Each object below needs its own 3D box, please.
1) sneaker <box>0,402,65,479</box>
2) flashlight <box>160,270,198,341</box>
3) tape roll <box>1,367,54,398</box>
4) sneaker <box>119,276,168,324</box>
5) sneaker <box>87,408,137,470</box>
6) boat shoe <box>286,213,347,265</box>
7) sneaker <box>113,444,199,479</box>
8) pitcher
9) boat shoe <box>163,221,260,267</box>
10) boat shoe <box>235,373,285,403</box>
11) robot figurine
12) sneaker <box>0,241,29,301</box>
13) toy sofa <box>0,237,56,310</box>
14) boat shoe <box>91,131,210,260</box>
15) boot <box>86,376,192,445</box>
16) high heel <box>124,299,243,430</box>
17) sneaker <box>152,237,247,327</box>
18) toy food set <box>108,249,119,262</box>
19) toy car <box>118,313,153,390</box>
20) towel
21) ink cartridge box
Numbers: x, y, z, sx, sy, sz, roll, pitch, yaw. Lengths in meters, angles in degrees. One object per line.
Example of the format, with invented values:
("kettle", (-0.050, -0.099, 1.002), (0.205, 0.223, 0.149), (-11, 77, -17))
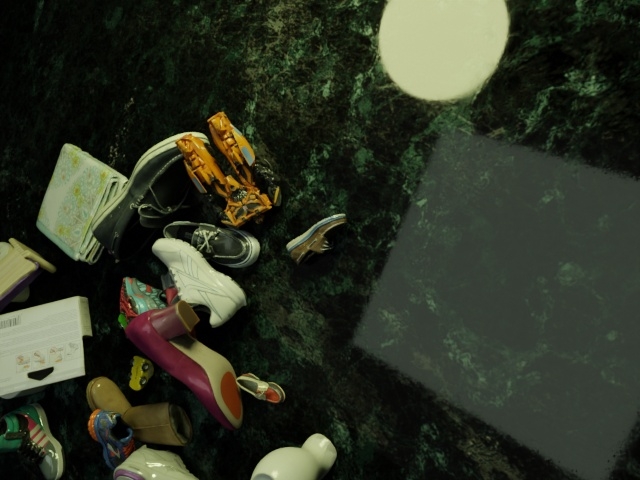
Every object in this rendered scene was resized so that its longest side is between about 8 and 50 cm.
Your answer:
("sneaker", (-0.987, 0.686, 1.508), (0.295, 0.178, 0.124), (46, 106, 24))
("flashlight", (-0.361, 0.231, 1.259), (0.103, 0.103, 0.304), (-38, 67, 61))
("tape roll", (-1.076, 0.416, 1.631), (0.286, 0.100, 0.286), (-4, 83, 28))
("sneaker", (-0.520, 0.186, 1.348), (0.262, 0.125, 0.104), (31, 110, 54))
("sneaker", (-0.555, 0.561, 1.257), (0.087, 0.083, 0.221), (-12, 117, 16))
("boat shoe", (0.000, 0.000, 1.102), (0.183, 0.066, 0.066), (-34, 74, 32))
("sneaker", (-0.386, 0.637, 1.220), (0.305, 0.152, 0.114), (21, 106, 5))
("pitcher", (-0.071, 0.537, 1.001), (0.125, 0.207, 0.178), (31, 101, 28))
("boat shoe", (-0.306, 0.002, 1.244), (0.301, 0.102, 0.108), (17, 93, 29))
("boat shoe", (-0.153, 0.379, 1.156), (0.137, 0.043, 0.049), (19, 92, 28))
("robot figurine", (-0.232, -0.162, 1.162), (0.211, 0.085, 0.291), (-29, 103, 13))
("sneaker", (-1.218, 0.111, 1.728), (0.106, 0.123, 0.290), (-50, 64, 18))
("toy sofa", (-1.101, 0.188, 1.551), (0.177, 0.150, 0.362), (34, 73, 22))
("boat shoe", (-0.477, -0.117, 1.313), (0.500, 0.186, 0.156), (-39, 76, 23))
("boot", (-0.516, 0.483, 1.298), (0.269, 0.089, 0.236), (-14, 109, 29))
("high heel", (-0.343, 0.339, 1.168), (0.181, 0.127, 0.377), (-23, 96, 17))
("sneaker", (-0.334, 0.104, 1.184), (0.297, 0.111, 0.129), (37, 67, 10))
("toy food set", (-0.677, 0.007, 1.496), (0.077, 0.019, 0.122), (-29, 72, 23))
("toy car", (-0.533, 0.296, 1.368), (0.225, 0.053, 0.239), (45, 106, 25))
("towel", (-0.818, -0.127, 1.547), (0.374, 0.090, 0.321), (28, 95, 31))
("ink cartridge box", (-0.911, 0.345, 1.495), (0.296, 0.066, 0.261), (-14, 76, 0))
